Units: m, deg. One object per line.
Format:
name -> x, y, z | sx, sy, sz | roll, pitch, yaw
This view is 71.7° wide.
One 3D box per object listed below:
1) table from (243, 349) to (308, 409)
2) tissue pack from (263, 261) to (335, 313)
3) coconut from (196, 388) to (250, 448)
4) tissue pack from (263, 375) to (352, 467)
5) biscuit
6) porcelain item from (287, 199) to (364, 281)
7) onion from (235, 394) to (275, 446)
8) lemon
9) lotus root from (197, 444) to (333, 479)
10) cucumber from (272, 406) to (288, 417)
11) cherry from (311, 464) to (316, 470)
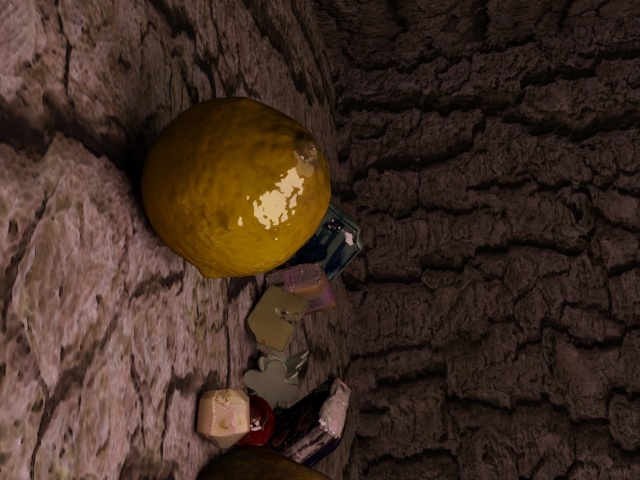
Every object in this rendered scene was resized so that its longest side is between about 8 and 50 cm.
table -> -0.122, 0.395, 1.338 | 0.198, 0.167, 0.166 | -41, 126, -76
tissue pack -> -0.069, 0.181, 1.574 | 0.256, 0.215, 0.122 | 66, 12, -60
coconut -> -0.216, 0.397, 0.986 | 0.116, 0.116, 0.122 | 58, 24, -66
tissue pack -> -0.065, 0.522, 1.176 | 0.123, 0.332, 0.245 | 49, 15, 0
biscuit -> -0.136, 0.239, 1.336 | 0.250, 0.147, 0.046 | -63, 170, -56
porcelain item -> 0.000, 0.000, 1.682 | 0.286, 0.281, 0.157 | 41, 12, -2
onion -> -0.179, 0.461, 1.120 | 0.131, 0.131, 0.131 | -5, 90, -79
lemon -> -0.151, -0.103, 0.860 | 0.350, 0.387, 0.349 | 31, 50, -45
lotus root -> -0.085, 0.571, 0.896 | 0.250, 0.346, 0.250 | 3, 87, -55
cucumber -> -0.113, 0.612, 1.517 | 0.241, 0.075, 0.074 | 64, 24, -58
cherry -> -0.090, 0.746, 1.416 | 0.176, 0.140, 0.176 | -27, 123, -55
